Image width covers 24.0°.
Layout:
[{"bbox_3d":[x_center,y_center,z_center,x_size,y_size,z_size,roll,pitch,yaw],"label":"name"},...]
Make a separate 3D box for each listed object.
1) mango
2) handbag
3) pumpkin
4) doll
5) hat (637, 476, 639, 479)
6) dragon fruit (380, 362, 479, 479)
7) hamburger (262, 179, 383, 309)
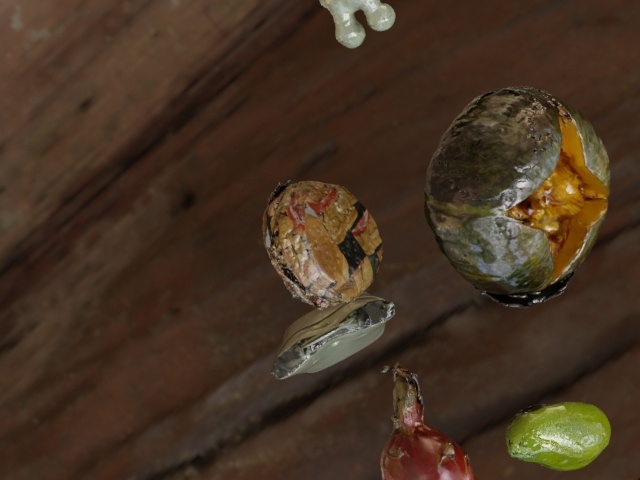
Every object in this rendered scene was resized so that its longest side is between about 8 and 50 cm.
[{"bbox_3d":[0.303,0.249,1.905,0.165,0.091,0.074,-3,-174,-39],"label":"mango"},{"bbox_3d":[0.025,0.175,2.648,0.241,0.109,0.315,-31,-177,1],"label":"handbag"},{"bbox_3d":[0.286,-0.072,2.181,0.192,0.320,0.320,14,-131,42],"label":"pumpkin"},{"bbox_3d":[0.075,-0.431,2.320,0.155,0.113,0.275,-21,-138,44],"label":"doll"},{"bbox_3d":[0.362,0.375,1.644,0.209,0.336,0.238,-43,159,-59],"label":"hat"},{"bbox_3d":[0.134,0.280,2.026,0.125,0.246,0.125,-19,-171,-35],"label":"dragon fruit"},{"bbox_3d":[0.000,0.000,2.402,0.107,0.231,0.231,-19,-162,32],"label":"hamburger"}]
